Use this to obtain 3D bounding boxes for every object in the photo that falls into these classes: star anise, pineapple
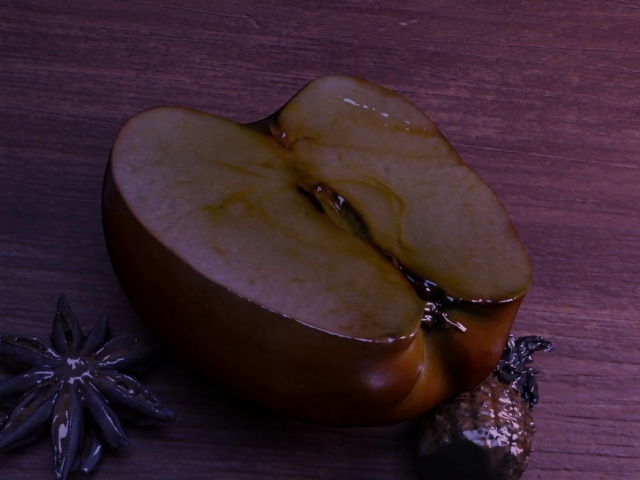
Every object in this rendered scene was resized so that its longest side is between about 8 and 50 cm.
[{"bbox_3d":[-0.221,0.127,1.211,0.195,0.065,0.182,-24,59,-19],"label":"star anise"},{"bbox_3d":[0.160,0.154,1.243,0.108,0.108,0.198,26,45,8],"label":"pineapple"}]

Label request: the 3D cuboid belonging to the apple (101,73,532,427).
[{"bbox_3d":[0.000,0.000,1.197,0.329,0.295,0.365,-43,59,-2],"label":"apple"}]
